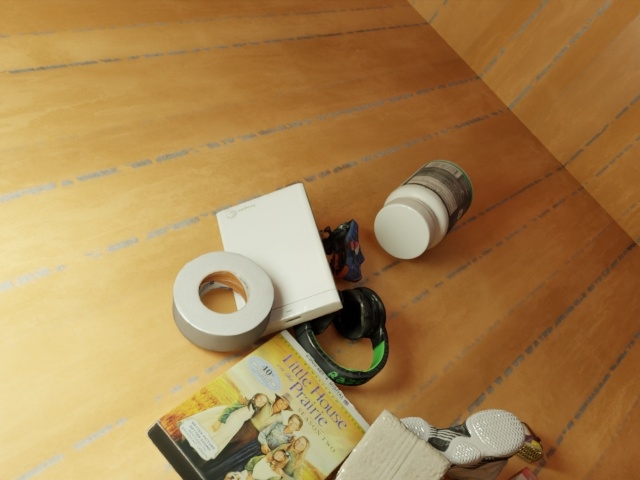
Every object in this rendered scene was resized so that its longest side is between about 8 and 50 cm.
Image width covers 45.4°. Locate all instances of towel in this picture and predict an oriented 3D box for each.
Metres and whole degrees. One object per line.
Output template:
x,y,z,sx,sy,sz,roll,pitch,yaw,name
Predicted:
0.126,0.513,1.574,0.187,0.049,0.282,38,66,6,towel

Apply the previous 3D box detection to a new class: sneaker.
0.500,0.500,1.991,0.185,0.069,0.084,38,29,-13,sneaker
0.275,0.499,1.746,0.365,0.210,0.137,-8,50,-3,sneaker
0.077,0.032,2.089,0.087,0.083,0.221,38,40,-27,sneaker

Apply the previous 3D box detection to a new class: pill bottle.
0.310,-0.094,2.293,0.204,0.204,0.361,44,38,5,pill bottle

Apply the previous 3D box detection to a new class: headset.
0.054,0.151,1.850,0.243,0.185,0.394,13,47,-31,headset

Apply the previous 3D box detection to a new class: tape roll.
-0.214,0.131,1.676,0.219,0.072,0.219,6,52,-8,tape roll

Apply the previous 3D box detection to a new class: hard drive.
-0.105,0.042,1.820,0.047,0.232,0.353,67,5,-55,hard drive

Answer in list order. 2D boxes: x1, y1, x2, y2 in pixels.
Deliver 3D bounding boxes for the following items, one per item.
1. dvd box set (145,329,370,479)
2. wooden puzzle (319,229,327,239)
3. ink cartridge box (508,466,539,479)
-0.108,0.394,1.576,0.308,0.062,0.420,49,39,10,dvd box set
0.000,0.000,2.099,0.049,0.006,0.083,29,39,-14,wooden puzzle
0.471,0.642,1.818,0.115,0.067,0.198,51,37,14,ink cartridge box
